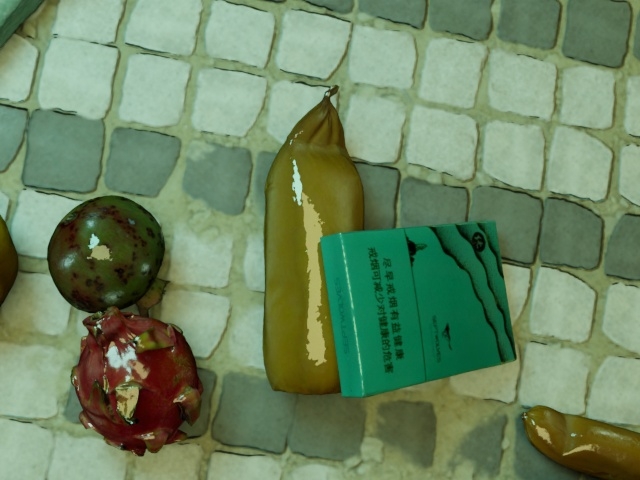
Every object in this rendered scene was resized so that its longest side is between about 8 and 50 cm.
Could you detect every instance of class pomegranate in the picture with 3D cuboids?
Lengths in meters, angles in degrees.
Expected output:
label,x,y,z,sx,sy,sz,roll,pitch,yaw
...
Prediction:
label,x,y,z,sx,sy,sz,roll,pitch,yaw
pomegranate,-0.211,0.016,0.858,0.130,0.130,0.130,1,85,-6

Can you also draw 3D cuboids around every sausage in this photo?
label,x,y,z,sx,sy,sz,roll,pitch,yaw
sausage,-0.005,-0.001,0.890,0.112,0.112,0.328,1,84,-6
sausage,0.303,0.231,0.931,0.183,0.054,0.062,16,51,-3

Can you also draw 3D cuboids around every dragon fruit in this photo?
label,x,y,z,sx,sy,sz,roll,pitch,yaw
dragon fruit,-0.182,0.134,0.843,0.133,0.136,0.166,-40,126,-36

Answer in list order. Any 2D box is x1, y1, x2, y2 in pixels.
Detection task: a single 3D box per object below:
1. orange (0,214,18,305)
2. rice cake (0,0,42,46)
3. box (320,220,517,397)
label,x,y,z,sx,sy,sz,roll,pitch,yaw
orange,-0.378,0.020,0.829,0.156,0.134,0.156,-12,129,-14
rice cake,-0.352,-0.249,0.892,0.069,0.063,0.206,41,81,-9
box,0.108,0.065,0.877,0.226,0.042,0.161,-6,86,-38
